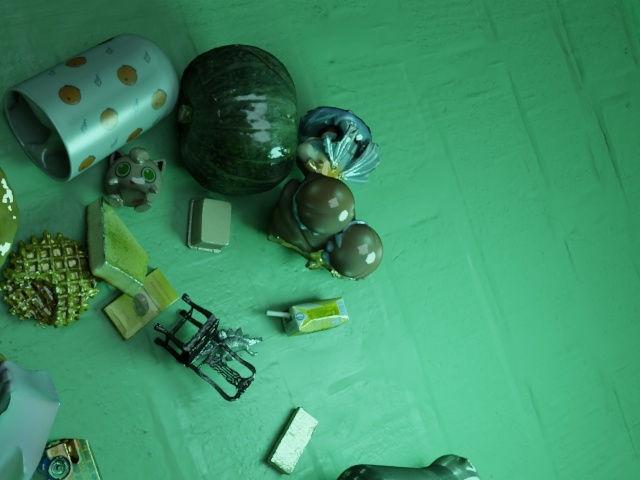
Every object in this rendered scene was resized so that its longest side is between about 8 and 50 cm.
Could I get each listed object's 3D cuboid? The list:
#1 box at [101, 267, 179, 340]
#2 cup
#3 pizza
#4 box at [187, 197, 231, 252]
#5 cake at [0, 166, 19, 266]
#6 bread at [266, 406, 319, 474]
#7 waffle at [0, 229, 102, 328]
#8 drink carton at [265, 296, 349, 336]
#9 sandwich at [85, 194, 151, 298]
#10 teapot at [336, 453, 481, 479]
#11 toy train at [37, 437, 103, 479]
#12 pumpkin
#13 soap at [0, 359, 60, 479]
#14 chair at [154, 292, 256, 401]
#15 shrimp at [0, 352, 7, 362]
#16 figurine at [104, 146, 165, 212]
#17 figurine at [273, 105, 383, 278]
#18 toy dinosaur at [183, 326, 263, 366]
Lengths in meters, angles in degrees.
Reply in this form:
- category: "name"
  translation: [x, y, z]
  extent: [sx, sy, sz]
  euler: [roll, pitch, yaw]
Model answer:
- category: "box"
  translation: [-0.390, 0.138, 1.921]
  extent: [0.155, 0.023, 0.086]
  euler: [-40, 106, -31]
- category: "cup"
  translation: [-0.460, -0.289, 1.842]
  extent: [0.317, 0.212, 0.212]
  euler: [-38, 102, -32]
- category: "pizza"
  translation: [0.000, 0.000, 2.160]
  extent: [0.297, 0.071, 0.189]
  euler: [29, 48, -24]
- category: "box"
  translation: [-0.251, -0.038, 2.016]
  extent: [0.089, 0.062, 0.122]
  euler: [10, 77, -31]
- category: "cake"
  translation: [-0.751, -0.071, 1.586]
  extent: [0.332, 0.321, 0.332]
  euler: [-20, 122, -36]
- category: "bread"
  translation: [-0.064, 0.468, 2.063]
  extent: [0.068, 0.028, 0.153]
  euler: [41, 62, -20]
- category: "waffle"
  translation: [-0.547, 0.082, 1.802]
  extent: [0.193, 0.070, 0.197]
  euler: [25, 69, -27]
- category: "drink carton"
  translation: [-0.035, 0.185, 2.101]
  extent: [0.200, 0.084, 0.074]
  euler: [-9, 76, -32]
- category: "sandwich"
  translation: [-0.424, 0.020, 1.879]
  extent: [0.162, 0.058, 0.193]
  euler: [40, 26, -46]
- category: "teapot"
  translation: [0.202, 0.655, 2.090]
  extent: [0.344, 0.253, 0.300]
  euler: [-2, 116, -37]
- category: "toy train"
  translation: [-0.495, 0.482, 1.764]
  extent: [0.099, 0.072, 0.188]
  euler: [-20, 92, -39]
- category: "pumpkin"
  translation: [-0.189, -0.268, 1.968]
  extent: [0.258, 0.291, 0.327]
  euler: [-1, 73, -24]
- category: "soap"
  translation: [-0.605, 0.408, 1.635]
  extent: [0.109, 0.193, 0.323]
  euler: [27, 95, -30]
- category: "chair"
  translation: [-0.240, 0.236, 1.908]
  extent: [0.229, 0.113, 0.106]
  euler: [36, 63, 5]
- category: "shrimp"
  translation: [-0.690, 0.265, 1.664]
  extent: [0.236, 0.053, 0.132]
  euler: [13, 96, -53]
- category: "figurine"
  translation: [-0.401, -0.131, 1.903]
  extent: [0.125, 0.125, 0.138]
  euler: [22, 60, -27]
- category: "figurine"
  translation: [0.027, -0.114, 2.045]
  extent: [0.276, 0.248, 0.388]
  euler: [54, 39, -36]
- category: "toy dinosaur"
  translation: [-0.222, 0.244, 1.996]
  extent: [0.209, 0.039, 0.082]
  euler: [-17, 91, -32]
